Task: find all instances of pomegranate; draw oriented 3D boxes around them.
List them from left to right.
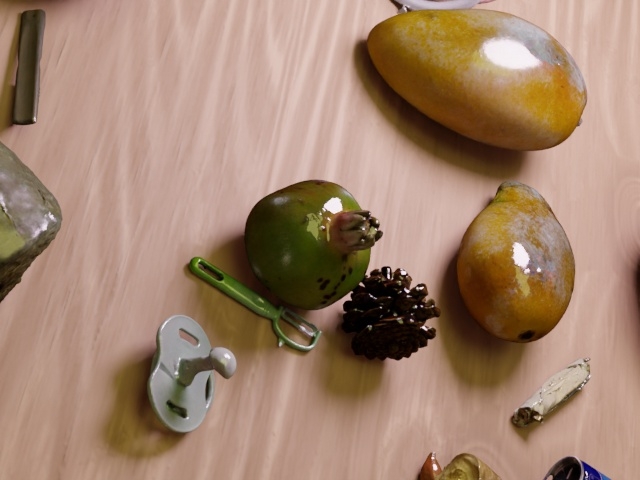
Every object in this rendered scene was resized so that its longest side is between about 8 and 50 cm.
[{"bbox_3d":[0.000,0.000,1.598,0.180,0.209,0.180,6,79,-35],"label":"pomegranate"}]

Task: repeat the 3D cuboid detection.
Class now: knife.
[{"bbox_3d":[-0.092,0.090,1.615,0.212,0.015,0.054,35,59,-16],"label":"knife"}]

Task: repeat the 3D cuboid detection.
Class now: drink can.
[{"bbox_3d":[0.439,0.414,1.764,0.235,0.097,0.097,34,52,-15],"label":"drink can"}]

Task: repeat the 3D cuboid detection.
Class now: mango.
[{"bbox_3d":[0.260,-0.270,1.934,0.384,0.199,0.222,20,62,-10],"label":"mango"},{"bbox_3d":[0.302,0.026,1.845,0.192,0.146,0.316,36,37,-16],"label":"mango"}]

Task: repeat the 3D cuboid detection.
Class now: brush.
[{"bbox_3d":[-0.380,-0.224,1.570,0.034,0.027,0.190,-6,59,2],"label":"brush"}]

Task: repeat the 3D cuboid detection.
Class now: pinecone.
[{"bbox_3d":[0.095,0.098,1.661,0.140,0.140,0.121,15,44,-28],"label":"pinecone"}]

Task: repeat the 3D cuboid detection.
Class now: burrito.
[{"bbox_3d":[0.359,0.232,1.839,0.185,0.041,0.045,-25,100,-42],"label":"burrito"}]

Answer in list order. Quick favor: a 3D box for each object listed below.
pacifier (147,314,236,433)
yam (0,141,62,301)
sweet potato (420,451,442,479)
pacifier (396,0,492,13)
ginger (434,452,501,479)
[{"bbox_3d":[-0.149,0.163,1.475,0.127,0.116,0.150,47,40,-40],"label":"pacifier"},{"bbox_3d":[-0.437,-0.060,1.342,0.300,0.195,0.195,49,49,-3],"label":"yam"},{"bbox_3d":[0.156,0.339,1.646,0.034,0.034,0.095,4,66,-33],"label":"sweet potato"},{"bbox_3d":[0.215,-0.538,2.019,0.332,0.220,0.273,22,52,4],"label":"pacifier"},{"bbox_3d":[0.238,0.420,1.603,0.270,0.123,0.219,36,70,-24],"label":"ginger"}]
